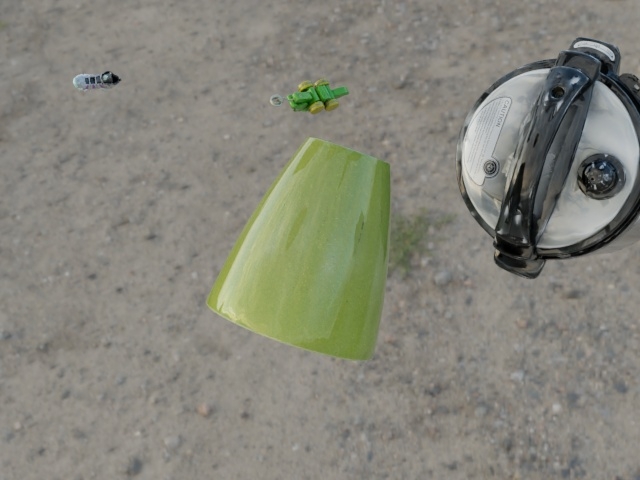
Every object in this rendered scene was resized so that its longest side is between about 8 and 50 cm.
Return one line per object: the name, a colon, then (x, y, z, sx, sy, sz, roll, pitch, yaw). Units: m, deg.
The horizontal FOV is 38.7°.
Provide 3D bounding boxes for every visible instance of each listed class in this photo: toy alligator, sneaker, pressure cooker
toy alligator: (-0.028, -0.253, 1.657, 0.189, 0.051, 0.056, -17, 74, -40)
sneaker: (-0.464, -0.339, 1.916, 0.069, 0.038, 0.098, -15, -2, 41)
pressure cooker: (0.455, -0.150, 1.683, 0.375, 0.370, 0.420, -25, -10, 29)

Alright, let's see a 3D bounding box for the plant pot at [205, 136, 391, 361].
plant pot: (0.000, 0.000, 1.411, 0.274, 0.294, 0.275, 19, 4, -1)
